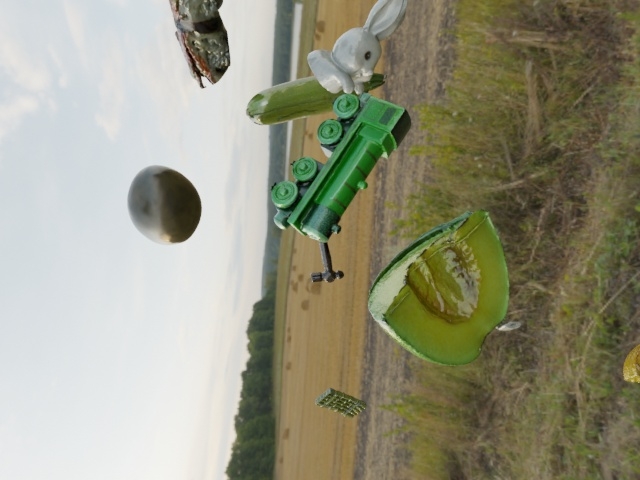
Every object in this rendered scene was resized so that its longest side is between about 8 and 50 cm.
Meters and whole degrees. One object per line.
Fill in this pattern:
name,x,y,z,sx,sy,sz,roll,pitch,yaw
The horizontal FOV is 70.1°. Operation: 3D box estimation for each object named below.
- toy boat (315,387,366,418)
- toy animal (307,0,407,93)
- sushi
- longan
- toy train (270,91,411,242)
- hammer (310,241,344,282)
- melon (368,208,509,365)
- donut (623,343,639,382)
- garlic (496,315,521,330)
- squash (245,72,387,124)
toy boat,0.049,0.389,1.086,0.063,0.115,0.016,-47,29,27
toy animal,0.095,-0.377,0.885,0.103,0.220,0.131,4,-120,-58
sushi,-0.281,-0.525,1.065,0.332,0.129,0.124,86,158,-50
longan,-0.358,-0.088,1.041,0.204,0.159,0.185,53,157,42
toy train,0.029,-0.111,0.691,0.251,0.119,0.085,-57,-27,-6
hammer,0.000,0.000,0.846,0.021,0.065,0.179,-100,-1,-66
melon,0.191,0.093,0.735,0.169,0.265,0.129,53,154,-10
donut,0.383,0.144,0.517,0.067,0.083,0.038,47,156,11
garlic,0.276,0.121,0.811,0.127,0.131,0.194,54,-178,-13
squash,-0.007,-0.326,1.029,0.094,0.340,0.095,161,90,-77
